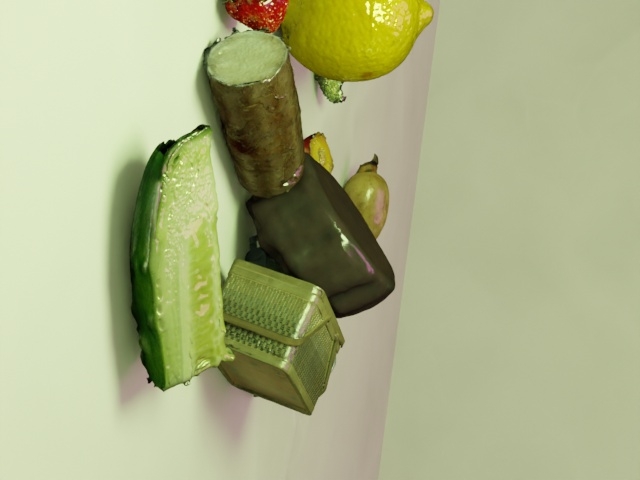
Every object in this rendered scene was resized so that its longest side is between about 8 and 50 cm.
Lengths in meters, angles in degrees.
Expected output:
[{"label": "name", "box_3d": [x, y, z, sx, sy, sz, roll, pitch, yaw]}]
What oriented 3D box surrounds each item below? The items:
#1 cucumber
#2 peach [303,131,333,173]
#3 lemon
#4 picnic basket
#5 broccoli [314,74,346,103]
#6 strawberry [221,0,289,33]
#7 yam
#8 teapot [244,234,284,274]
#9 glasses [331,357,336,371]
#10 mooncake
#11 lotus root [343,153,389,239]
[{"label": "cucumber", "box_3d": [-0.181, 0.017, 1.222, 0.145, 0.105, 0.326, -26, 127, -43]}, {"label": "peach", "box_3d": [-0.018, -0.159, 1.925, 0.098, 0.061, 0.098, 36, 48, -54]}, {"label": "lemon", "box_3d": [0.055, -0.378, 1.691, 0.228, 0.253, 0.229, 21, 90, -79]}, {"label": "picnic basket", "box_3d": [-0.074, 0.155, 1.586, 0.267, 0.165, 0.139, 69, 42, -62]}, {"label": "broccoli", "box_3d": [0.034, -0.327, 1.998, 0.095, 0.091, 0.097, 100, -16, -68]}, {"label": "strawberry", "box_3d": [-0.088, -0.341, 1.424, 0.106, 0.106, 0.106, 7, 90, -77]}, {"label": "yam", "box_3d": [-0.086, -0.182, 1.469, 0.280, 0.131, 0.131, 79, 22, -58]}, {"label": "teapot", "box_3d": [-0.097, 0.029, 1.699, 0.057, 0.066, 0.088, 25, 49, -59]}, {"label": "glasses", "box_3d": [-0.028, 0.135, 1.910, 0.268, 0.118, 0.234, 67, 34, -68]}, {"label": "mooncake", "box_3d": [0.000, 0.000, 1.667, 0.283, 0.141, 0.283, 51, 13, -17]}, {"label": "lotus root", "box_3d": [0.107, -0.097, 2.393, 0.125, 0.118, 0.221, -165, -101, -70]}]
